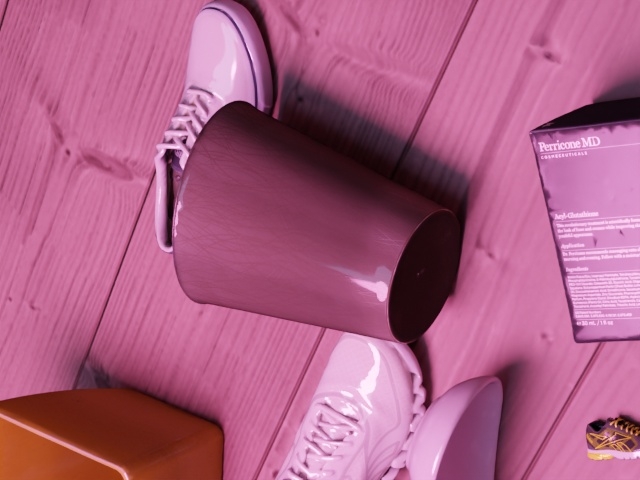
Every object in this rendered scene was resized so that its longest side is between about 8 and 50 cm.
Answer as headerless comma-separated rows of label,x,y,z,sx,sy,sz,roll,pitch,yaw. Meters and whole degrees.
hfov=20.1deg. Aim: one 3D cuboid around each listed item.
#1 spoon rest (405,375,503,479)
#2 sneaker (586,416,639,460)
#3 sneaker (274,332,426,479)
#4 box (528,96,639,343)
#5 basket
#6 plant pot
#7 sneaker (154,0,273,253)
spoon rest,0.122,0.236,1.661,0.084,0.137,0.276,26,135,18
sneaker,0.263,0.170,1.571,0.083,0.031,0.035,-14,96,41
sneaker,0.017,0.209,1.730,0.110,0.118,0.292,31,121,30
box,0.313,-0.024,1.416,0.261,0.103,0.184,-4,107,40
basket,0.000,0.000,1.651,0.227,0.154,0.204,21,119,28
plant pot,-0.215,0.266,1.889,0.212,0.187,0.212,19,117,34
sneaker,-0.109,-0.101,1.736,0.094,0.091,0.258,20,117,33
